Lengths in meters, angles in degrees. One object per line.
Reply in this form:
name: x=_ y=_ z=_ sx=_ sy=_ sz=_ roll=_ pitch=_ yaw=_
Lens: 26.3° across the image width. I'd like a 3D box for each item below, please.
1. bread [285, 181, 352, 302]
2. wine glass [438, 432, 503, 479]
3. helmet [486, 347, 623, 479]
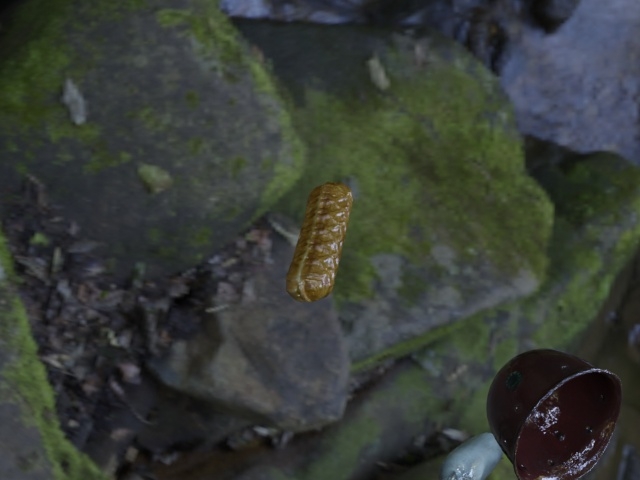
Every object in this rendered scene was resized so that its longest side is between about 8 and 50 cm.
bread: x=0.000 y=0.000 z=1.486 sx=0.044 sy=0.052 sz=0.157 roll=80 pitch=20 yaw=-50
wine glass: x=0.190 y=0.336 z=1.931 sx=0.262 sy=0.074 sz=0.074 roll=-25 pitch=108 yaw=-57
helmet: x=0.246 y=0.183 z=1.506 sx=0.155 sy=0.106 sz=0.175 roll=-46 pitch=134 yaw=0
